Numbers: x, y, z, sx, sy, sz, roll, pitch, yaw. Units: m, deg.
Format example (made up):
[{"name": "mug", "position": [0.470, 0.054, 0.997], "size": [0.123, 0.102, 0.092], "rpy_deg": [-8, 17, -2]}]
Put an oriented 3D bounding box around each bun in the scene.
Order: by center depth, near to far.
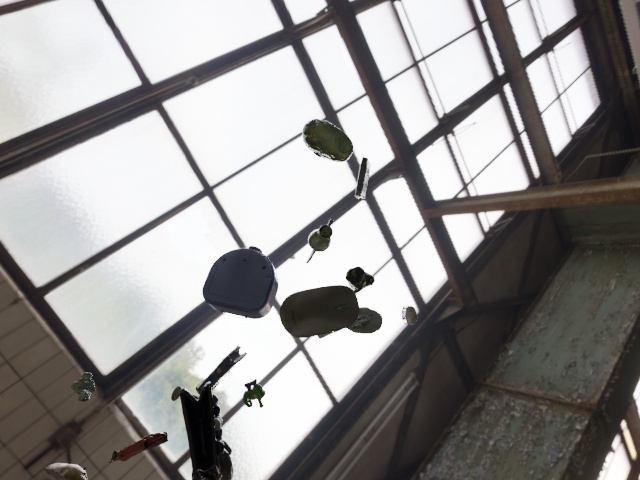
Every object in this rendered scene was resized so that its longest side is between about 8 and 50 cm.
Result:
[{"name": "bun", "position": [0.022, -0.376, 1.800], "size": [0.221, 0.108, 0.221], "rpy_deg": [34, -8, 6]}]

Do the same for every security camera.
[{"name": "security camera", "position": [-0.484, 0.568, 1.675], "size": [0.092, 0.058, 0.058], "rpy_deg": [41, -24, -31]}]

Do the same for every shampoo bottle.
[{"name": "shampoo bottle", "position": [0.332, 0.280, 1.740], "size": [0.099, 0.043, 0.072], "rpy_deg": [85, 4, -83]}]

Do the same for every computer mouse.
[{"name": "computer mouse", "position": [-0.005, 0.289, 1.899], "size": [0.095, 0.330, 0.197], "rpy_deg": [-55, 130, -83]}]

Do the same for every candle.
[{"name": "candle", "position": [-0.794, 0.902, 2.018], "size": [0.084, 0.301, 0.059], "rpy_deg": [52, 15, -40]}]

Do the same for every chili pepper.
[{"name": "chili pepper", "position": [0.203, 0.202, 2.453], "size": [0.270, 0.136, 0.099], "rpy_deg": [43, 31, -68]}]

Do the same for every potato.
[{"name": "potato", "position": [-0.937, 0.872, 1.748], "size": [0.172, 0.089, 0.101], "rpy_deg": [41, -53, 5]}]

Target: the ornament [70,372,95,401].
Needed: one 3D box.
[{"name": "ornament", "position": [-0.706, 0.441, 1.389], "size": [0.092, 0.041, 0.068], "rpy_deg": [50, 15, 29]}]

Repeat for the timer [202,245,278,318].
[{"name": "timer", "position": [-0.399, 0.210, 2.442], "size": [0.395, 0.395, 0.173], "rpy_deg": [34, -18, 25]}]

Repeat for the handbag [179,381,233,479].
[{"name": "handbag", "position": [-0.313, 0.573, 1.307], "size": [0.326, 0.118, 0.269], "rpy_deg": [100, -24, -55]}]

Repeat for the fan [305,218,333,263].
[{"name": "fan", "position": [0.000, 0.000, 2.324], "size": [0.023, 0.282, 0.057], "rpy_deg": [33, -25, -5]}]

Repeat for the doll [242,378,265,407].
[{"name": "doll", "position": [-0.270, 0.623, 1.872], "size": [0.190, 0.050, 0.115], "rpy_deg": [-37, -110, 50]}]

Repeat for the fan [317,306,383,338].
[{"name": "fan", "position": [0.169, 0.475, 2.604], "size": [0.233, 0.414, 0.012], "rpy_deg": [39, -42, 48]}]

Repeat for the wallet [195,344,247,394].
[{"name": "wallet", "position": [-0.379, 0.497, 1.780], "size": [0.059, 0.141, 0.202], "rpy_deg": [44, -76, 6]}]

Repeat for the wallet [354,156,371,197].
[{"name": "wallet", "position": [0.179, -0.259, 1.949], "size": [0.036, 0.222, 0.167], "rpy_deg": [12, -86, 7]}]

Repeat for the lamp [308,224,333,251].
[{"name": "lamp", "position": [0.007, -0.014, 2.061], "size": [0.106, 0.106, 0.193], "rpy_deg": [48, -21, 5]}]
